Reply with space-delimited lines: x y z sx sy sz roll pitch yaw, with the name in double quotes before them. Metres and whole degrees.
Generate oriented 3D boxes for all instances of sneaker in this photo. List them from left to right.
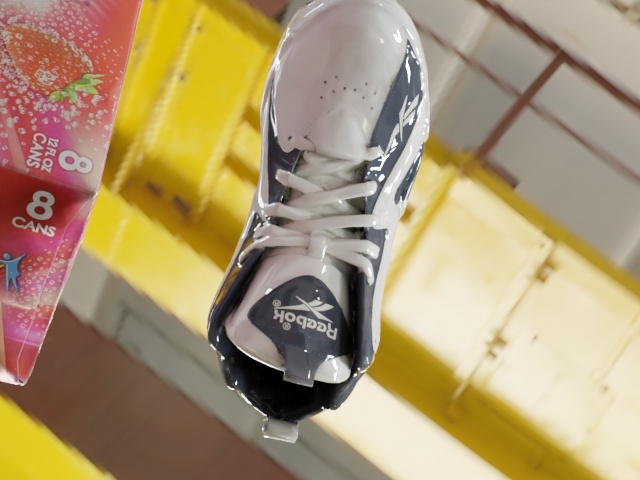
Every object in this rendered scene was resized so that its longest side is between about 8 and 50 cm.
"sneaker" 0.000 0.000 0.913 0.094 0.153 0.235 16 -60 -9

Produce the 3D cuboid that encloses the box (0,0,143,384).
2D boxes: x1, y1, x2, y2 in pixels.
"box" -0.144 -0.085 0.735 0.128 0.257 0.122 18 -46 -11
